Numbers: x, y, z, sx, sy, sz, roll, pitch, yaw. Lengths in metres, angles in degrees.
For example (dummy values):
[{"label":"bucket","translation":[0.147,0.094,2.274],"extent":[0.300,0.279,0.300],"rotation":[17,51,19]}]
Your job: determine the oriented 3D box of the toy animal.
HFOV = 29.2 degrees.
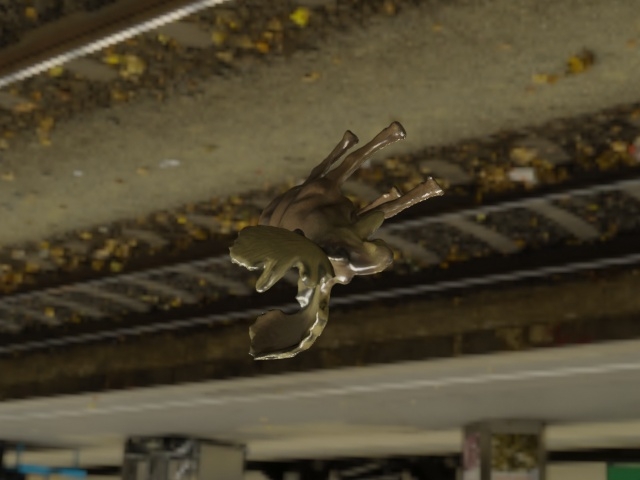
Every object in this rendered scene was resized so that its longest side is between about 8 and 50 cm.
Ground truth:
[{"label":"toy animal","translation":[0.000,0.000,0.871],"extent":[0.186,0.094,0.214],"rotation":[-36,-171,-15]}]
